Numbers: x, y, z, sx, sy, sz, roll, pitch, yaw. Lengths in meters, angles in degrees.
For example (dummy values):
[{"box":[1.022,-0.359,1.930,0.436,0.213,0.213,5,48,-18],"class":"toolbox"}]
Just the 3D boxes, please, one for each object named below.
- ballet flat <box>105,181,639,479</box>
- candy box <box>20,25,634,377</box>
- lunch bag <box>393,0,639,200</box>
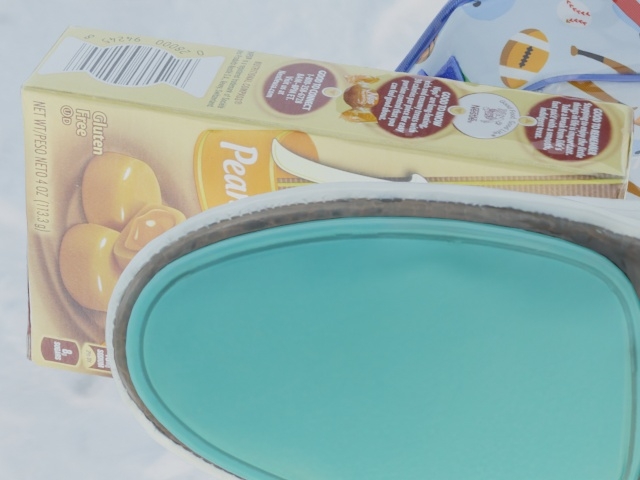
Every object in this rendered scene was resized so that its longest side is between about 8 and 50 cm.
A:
[{"box":[0.126,0.037,0.648,0.400,0.139,0.139,0,86,3],"class":"ballet flat"},{"box":[0.000,0.000,0.942,0.316,0.087,0.183,9,123,9],"class":"candy box"},{"box":[0.134,-0.072,1.147,0.243,0.303,0.115,-3,61,-30],"class":"lunch bag"}]
